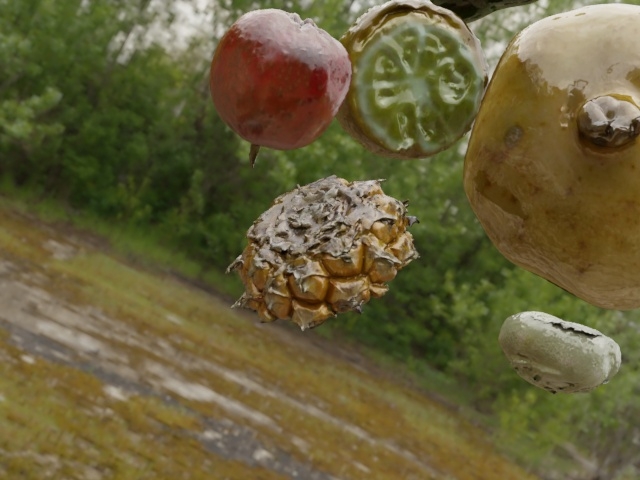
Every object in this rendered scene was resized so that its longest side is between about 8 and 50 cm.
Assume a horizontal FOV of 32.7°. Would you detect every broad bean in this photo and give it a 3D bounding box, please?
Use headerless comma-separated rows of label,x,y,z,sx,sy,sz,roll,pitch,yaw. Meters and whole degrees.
broad bean,0.263,-0.399,1.771,0.339,0.077,0.061,-13,21,25

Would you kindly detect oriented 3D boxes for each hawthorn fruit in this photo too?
hawthorn fruit,-0.058,-0.188,1.383,0.179,0.200,0.179,17,17,-5

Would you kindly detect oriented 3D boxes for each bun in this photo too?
bun,0.456,0.225,2.108,0.239,0.141,0.239,21,-7,3

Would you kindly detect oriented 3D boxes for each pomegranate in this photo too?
pomegranate,0.308,-0.099,1.149,0.343,0.342,0.342,28,1,0

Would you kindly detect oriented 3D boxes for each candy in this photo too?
candy,0.137,-0.252,1.719,0.260,0.259,0.118,28,-5,-12

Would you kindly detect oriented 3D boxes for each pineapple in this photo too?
pineapple,0.000,0.000,1.153,0.225,0.225,0.076,29,-27,47
